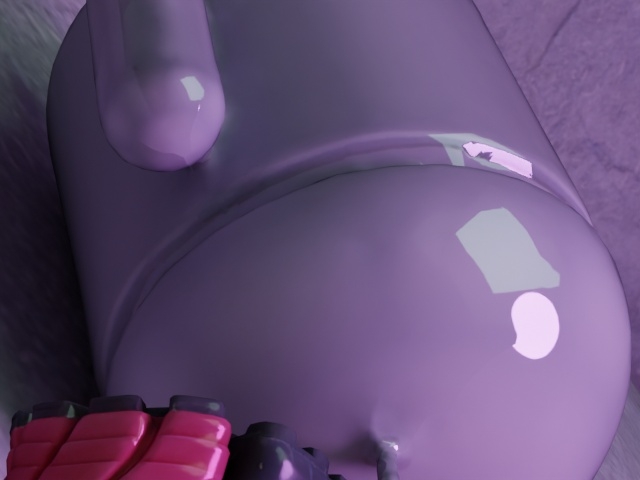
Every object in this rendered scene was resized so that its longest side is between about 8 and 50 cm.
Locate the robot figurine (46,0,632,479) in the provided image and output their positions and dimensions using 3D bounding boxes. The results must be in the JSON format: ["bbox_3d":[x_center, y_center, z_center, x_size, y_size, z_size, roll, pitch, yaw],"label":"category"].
[{"bbox_3d":[0.000,0.000,0.695,0.300,0.199,0.353,44,18,-42],"label":"robot figurine"}]

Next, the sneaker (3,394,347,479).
[{"bbox_3d":[-0.010,0.159,0.527,0.299,0.121,0.112,45,46,-44],"label":"sneaker"}]
